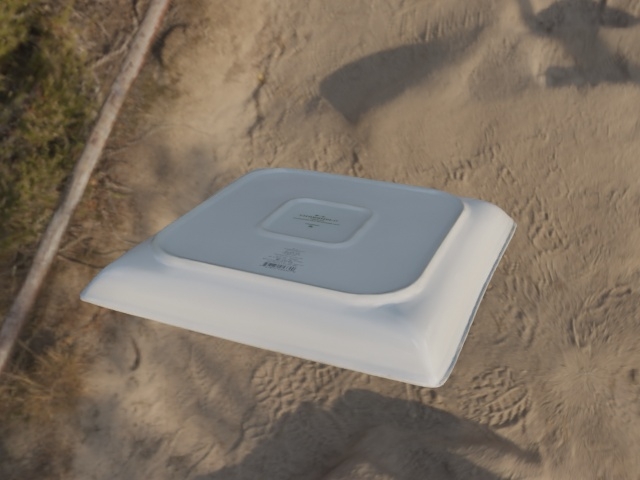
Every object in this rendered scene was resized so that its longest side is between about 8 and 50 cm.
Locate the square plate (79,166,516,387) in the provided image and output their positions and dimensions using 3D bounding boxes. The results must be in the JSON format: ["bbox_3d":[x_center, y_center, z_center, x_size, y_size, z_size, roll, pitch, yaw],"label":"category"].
[{"bbox_3d":[0.000,0.000,0.725,0.347,0.344,0.049,10,117,21],"label":"square plate"}]
